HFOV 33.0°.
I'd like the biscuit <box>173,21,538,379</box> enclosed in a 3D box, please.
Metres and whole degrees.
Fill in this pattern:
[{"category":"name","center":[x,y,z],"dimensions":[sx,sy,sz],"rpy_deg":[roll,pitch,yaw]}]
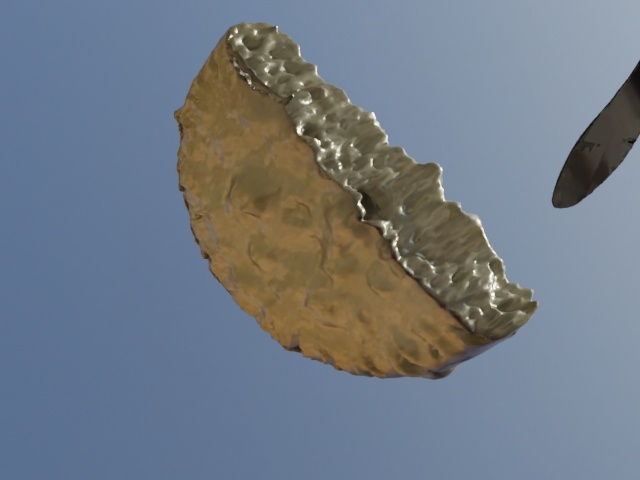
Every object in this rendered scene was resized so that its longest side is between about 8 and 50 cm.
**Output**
[{"category":"biscuit","center":[0.000,0.000,0.755],"dimensions":[0.281,0.084,0.179],"rpy_deg":[44,-55,10]}]

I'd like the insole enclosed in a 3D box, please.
[{"category":"insole","center":[0.290,-0.131,1.000],"dimensions":[0.005,0.086,0.253],"rpy_deg":[51,-54,37]}]
